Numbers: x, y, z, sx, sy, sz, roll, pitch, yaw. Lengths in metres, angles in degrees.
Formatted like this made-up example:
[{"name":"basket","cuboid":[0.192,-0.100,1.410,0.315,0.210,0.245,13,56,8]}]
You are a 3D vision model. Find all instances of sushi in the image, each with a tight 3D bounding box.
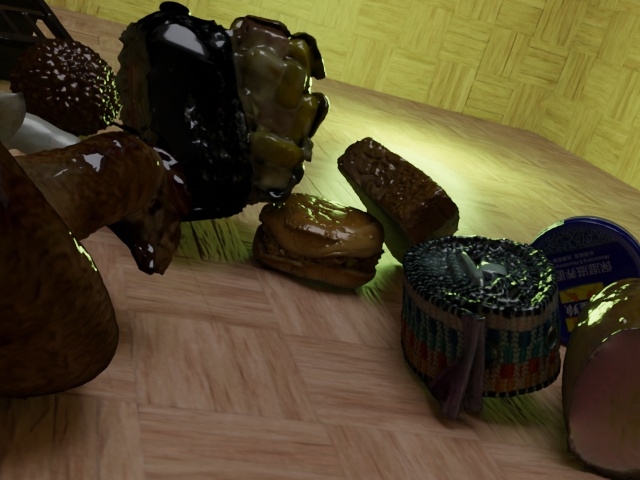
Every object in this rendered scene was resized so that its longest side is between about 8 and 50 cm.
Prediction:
[{"name":"sushi","cuboid":[-0.156,-0.187,1.297,0.285,0.327,0.329,-8,-9,-23]}]

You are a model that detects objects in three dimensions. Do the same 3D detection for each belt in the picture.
[{"name":"belt","cuboid":[0.211,0.108,1.089,0.207,0.160,0.295,-4,20,-7]}]

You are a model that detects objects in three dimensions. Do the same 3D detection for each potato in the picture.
[{"name":"potato","cuboid":[0.401,0.154,1.057,0.229,0.229,0.266,18,15,1]}]

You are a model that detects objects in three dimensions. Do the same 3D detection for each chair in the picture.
[{"name":"chair","cuboid":[-0.700,-0.434,1.745,0.203,0.240,0.416,-2,45,-45]}]

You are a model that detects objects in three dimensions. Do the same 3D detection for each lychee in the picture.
[{"name":"lychee","cuboid":[-0.484,-0.291,1.567,0.200,0.200,0.238,-2,31,-46]}]

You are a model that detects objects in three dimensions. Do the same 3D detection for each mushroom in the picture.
[{"name":"mushroom","cuboid":[-0.272,-0.015,0.756,0.356,0.334,0.331,-16,65,-18]}]

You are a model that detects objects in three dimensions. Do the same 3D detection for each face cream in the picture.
[{"name":"face cream","cuboid":[0.432,0.062,1.354,0.206,0.206,0.111,24,16,19]}]

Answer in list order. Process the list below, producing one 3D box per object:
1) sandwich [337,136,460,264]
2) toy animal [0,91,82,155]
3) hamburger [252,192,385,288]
[{"name":"sandwich","cuboid":[0.159,-0.028,1.341,0.254,0.100,0.288,56,-5,-30]},{"name":"toy animal","cuboid":[-0.519,-0.197,1.145,0.368,0.241,0.196,29,0,19]},{"name":"hamburger","cuboid":[0.001,0.000,1.311,0.214,0.108,0.214,11,18,-4]}]
